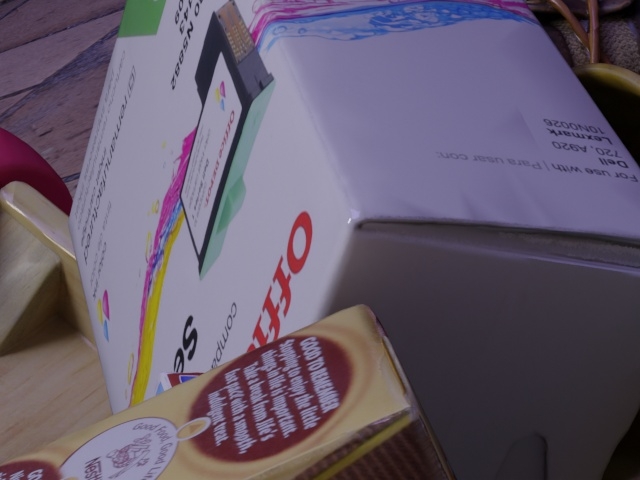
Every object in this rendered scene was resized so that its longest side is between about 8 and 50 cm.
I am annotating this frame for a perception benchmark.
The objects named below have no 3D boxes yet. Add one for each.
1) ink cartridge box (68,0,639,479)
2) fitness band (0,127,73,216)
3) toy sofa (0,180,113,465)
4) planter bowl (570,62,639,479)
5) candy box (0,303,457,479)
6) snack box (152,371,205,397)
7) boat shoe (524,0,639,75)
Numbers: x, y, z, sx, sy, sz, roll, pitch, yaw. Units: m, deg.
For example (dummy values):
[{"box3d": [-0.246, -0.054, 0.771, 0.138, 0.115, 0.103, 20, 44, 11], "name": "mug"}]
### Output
[{"box3d": [0.000, 0.000, 0.675, 0.117, 0.201, 0.278, 6, 33, -21], "name": "ink cartridge box"}, {"box3d": [-0.209, 0.058, 0.935, 0.209, 0.054, 0.291, -42, -21, -27], "name": "fitness band"}, {"box3d": [-0.209, 0.152, 0.791, 0.150, 0.177, 0.362, 37, 52, 24], "name": "toy sofa"}, {"box3d": [0.117, 0.053, 0.646, 0.090, 0.217, 0.217, 8, 6, -21], "name": "planter bowl"}, {"box3d": [-0.089, 0.168, 0.496, 0.316, 0.183, 0.087, -24, 19, 1], "name": "candy box"}, {"box3d": [-0.055, 0.131, 0.589, 0.022, 0.178, 0.064, 5, 30, -21], "name": "snack box"}, {"box3d": [0.126, -0.065, 0.938, 0.342, 0.123, 0.123, -22, -22, 21], "name": "boat shoe"}]
